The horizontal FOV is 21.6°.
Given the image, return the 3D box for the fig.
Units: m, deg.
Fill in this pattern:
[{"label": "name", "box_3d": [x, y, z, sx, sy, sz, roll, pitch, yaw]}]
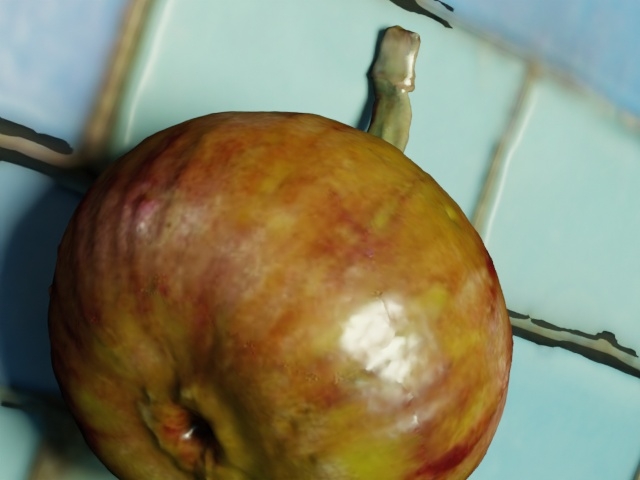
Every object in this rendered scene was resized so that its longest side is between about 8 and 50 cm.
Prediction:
[{"label": "fig", "box_3d": [-0.013, 0.024, 0.578, 0.149, 0.202, 0.148, -19, 100, 7]}]
